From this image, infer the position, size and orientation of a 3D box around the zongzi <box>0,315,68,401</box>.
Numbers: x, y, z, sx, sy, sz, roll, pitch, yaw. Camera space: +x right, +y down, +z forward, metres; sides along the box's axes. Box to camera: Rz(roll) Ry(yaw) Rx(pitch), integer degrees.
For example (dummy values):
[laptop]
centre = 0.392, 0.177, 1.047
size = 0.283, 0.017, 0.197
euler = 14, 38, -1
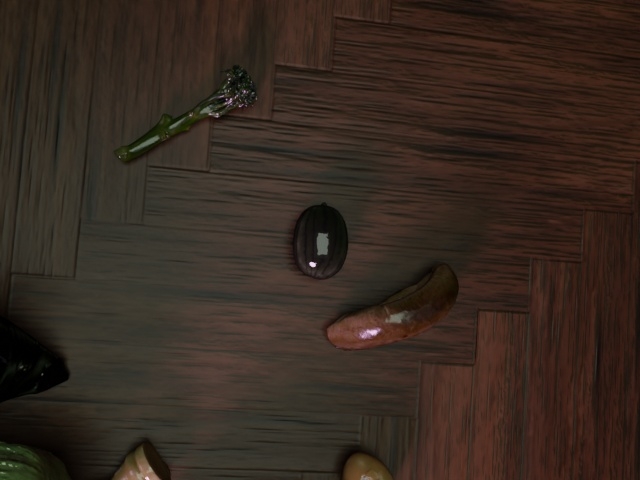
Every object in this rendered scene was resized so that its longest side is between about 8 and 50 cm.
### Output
[zongzi]
centre = -0.504, 0.111, 0.761
size = 0.384, 0.362, 0.319
euler = 5, 68, -7

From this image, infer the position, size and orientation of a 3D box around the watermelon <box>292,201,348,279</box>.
[watermelon]
centre = 0.000, 0.000, 0.987
size = 0.078, 0.078, 0.110
euler = 2, 86, -9

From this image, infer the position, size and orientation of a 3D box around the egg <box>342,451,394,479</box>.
[egg]
centre = 0.065, 0.337, 0.980
size = 0.071, 0.071, 0.083
euler = -35, 89, -10

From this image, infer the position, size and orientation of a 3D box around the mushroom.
[mushroom]
centre = 0.115, 0.103, 0.996
size = 0.210, 0.094, 0.072
euler = -27, 88, -14

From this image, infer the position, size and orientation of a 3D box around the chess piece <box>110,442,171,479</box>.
[chess piece]
centre = -0.266, 0.331, 0.931
size = 0.122, 0.066, 0.066
euler = -36, 93, -5

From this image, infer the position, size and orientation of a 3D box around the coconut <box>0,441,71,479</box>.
[coconut]
centre = -0.438, 0.361, 0.781
size = 0.328, 0.328, 0.281
euler = -18, 100, -10

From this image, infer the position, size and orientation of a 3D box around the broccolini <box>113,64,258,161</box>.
[broccolini]
centre = -0.184, -0.166, 0.976
size = 0.216, 0.067, 0.058
euler = -33, 54, -10
